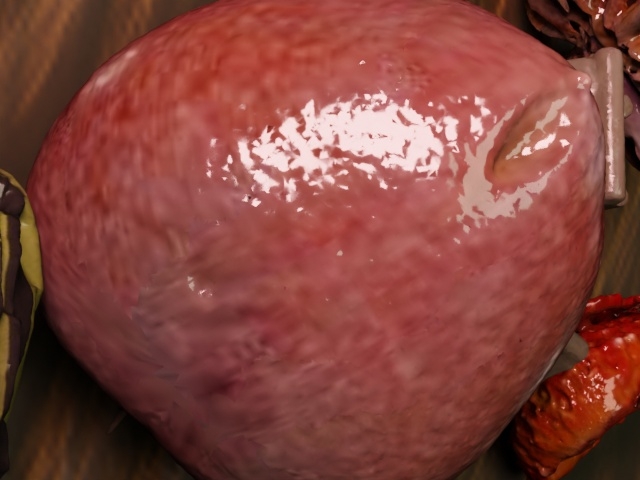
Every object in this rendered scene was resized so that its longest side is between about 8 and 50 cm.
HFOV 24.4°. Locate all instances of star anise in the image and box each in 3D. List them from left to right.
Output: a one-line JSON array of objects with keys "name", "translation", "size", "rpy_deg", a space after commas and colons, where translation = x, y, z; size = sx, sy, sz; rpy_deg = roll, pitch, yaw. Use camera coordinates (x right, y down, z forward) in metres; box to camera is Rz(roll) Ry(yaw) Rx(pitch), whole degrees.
[{"name": "star anise", "translation": [0.206, -0.127, 0.909], "size": [0.093, 0.236, 0.229], "rpy_deg": [-33, 123, -20]}]

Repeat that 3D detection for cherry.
[{"name": "cherry", "translation": [0.000, 0.000, 0.705], "size": [0.261, 0.307, 0.221], "rpy_deg": [48, 25, -15]}]

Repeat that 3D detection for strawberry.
[{"name": "strawberry", "translation": [0.180, 0.086, 0.959], "size": [0.082, 0.121, 0.188], "rpy_deg": [47, 36, 13]}]

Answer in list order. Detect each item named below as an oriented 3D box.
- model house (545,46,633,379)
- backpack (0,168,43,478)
[{"name": "model house", "translation": [0.114, -0.015, 0.861], "size": [0.122, 0.188, 0.229], "rpy_deg": [16, 77, -21]}, {"name": "backpack", "translation": [-0.212, 0.044, 0.576], "size": [0.207, 0.140, 0.253], "rpy_deg": [26, 46, -15]}]
